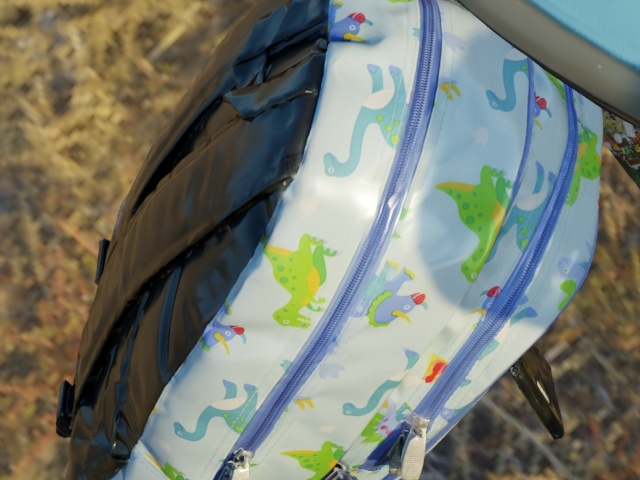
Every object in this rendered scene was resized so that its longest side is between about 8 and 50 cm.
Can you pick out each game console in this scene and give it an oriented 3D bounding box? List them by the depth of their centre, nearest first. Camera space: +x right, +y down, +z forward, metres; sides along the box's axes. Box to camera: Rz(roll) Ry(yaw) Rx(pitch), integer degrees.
[{"bbox_3d":[0.140,0.101,1.549,0.071,0.122,0.107,-19,52,15],"label":"game console"}]

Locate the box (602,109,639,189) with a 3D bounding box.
[{"bbox_3d":[0.257,-0.098,1.293,0.044,0.159,0.233,-39,4,-19],"label":"box"}]

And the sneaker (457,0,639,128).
[{"bbox_3d":[0.165,-0.048,0.396,0.139,0.340,0.125,170,110,-77],"label":"sneaker"}]

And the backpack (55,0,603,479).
[{"bbox_3d":[0.000,0.000,1.085,0.273,0.356,0.290,14,51,-1],"label":"backpack"}]
